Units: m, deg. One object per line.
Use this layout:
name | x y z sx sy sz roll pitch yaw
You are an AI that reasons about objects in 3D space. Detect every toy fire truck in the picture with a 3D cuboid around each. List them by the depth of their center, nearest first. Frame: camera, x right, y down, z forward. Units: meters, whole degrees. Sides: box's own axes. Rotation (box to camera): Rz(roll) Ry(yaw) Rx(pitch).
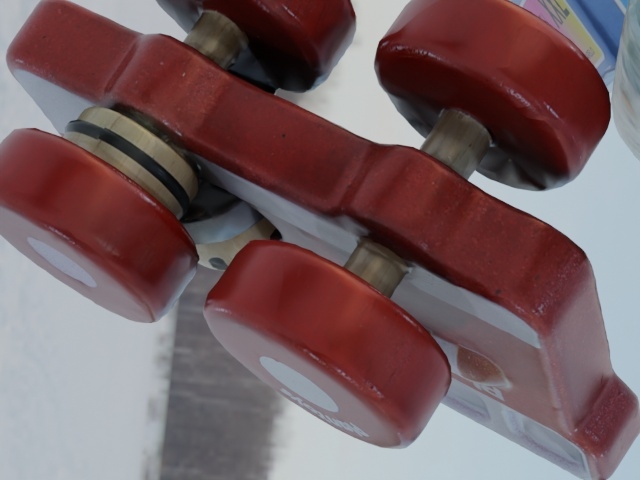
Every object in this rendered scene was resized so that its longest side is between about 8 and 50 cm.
toy fire truck | 0.000 0.000 0.711 0.169 0.302 0.254 -57 153 -17

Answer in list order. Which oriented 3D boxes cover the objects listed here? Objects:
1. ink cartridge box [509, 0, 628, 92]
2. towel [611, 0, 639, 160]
ink cartridge box | 0.146 -0.313 0.859 0.395 0.270 0.151 55 -5 6
towel | 0.294 -0.024 0.569 0.320 0.374 0.090 35 72 -80
